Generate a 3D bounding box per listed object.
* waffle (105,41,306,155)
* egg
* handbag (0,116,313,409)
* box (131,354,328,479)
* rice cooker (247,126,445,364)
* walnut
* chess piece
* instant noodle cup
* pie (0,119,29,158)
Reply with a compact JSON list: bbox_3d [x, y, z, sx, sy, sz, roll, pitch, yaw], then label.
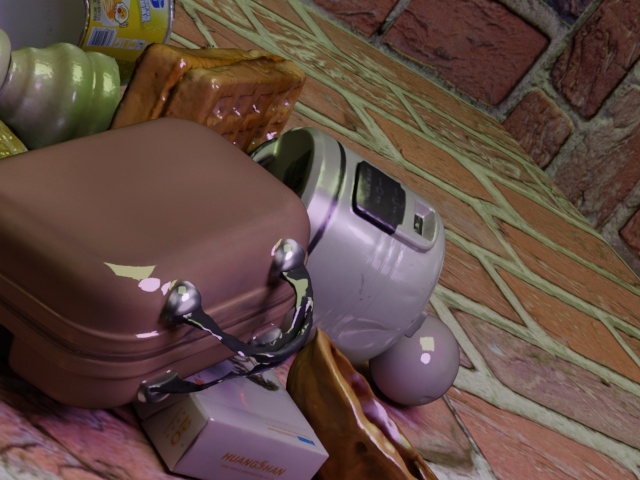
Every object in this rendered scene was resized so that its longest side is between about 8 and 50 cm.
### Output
[{"bbox_3d":[-0.131,-0.107,1.801,0.098,0.224,0.328,32,14,14],"label":"waffle"},{"bbox_3d":[0.106,0.133,1.853,0.103,0.103,0.135,37,14,-2],"label":"egg"},{"bbox_3d":[-0.135,0.029,1.369,0.283,0.149,0.302,33,30,26],"label":"handbag"},{"bbox_3d":[-0.107,0.125,1.479,0.149,0.067,0.233,21,22,-41],"label":"box"},{"bbox_3d":[0.000,0.000,1.781,0.244,0.226,0.226,30,17,-20],"label":"rice cooker"},{"bbox_3d":[0.028,0.189,1.538,0.211,0.087,0.167,53,7,0],"label":"walnut"},{"bbox_3d":[-0.345,-0.172,1.732,0.243,0.133,0.133,18,24,-33],"label":"chess piece"},{"bbox_3d":[-0.300,-0.281,2.010,0.205,0.205,0.153,42,26,17],"label":"instant noodle cup"},{"bbox_3d":[-0.342,-0.086,1.611,0.187,0.041,0.187,34,15,-11],"label":"pie"}]
